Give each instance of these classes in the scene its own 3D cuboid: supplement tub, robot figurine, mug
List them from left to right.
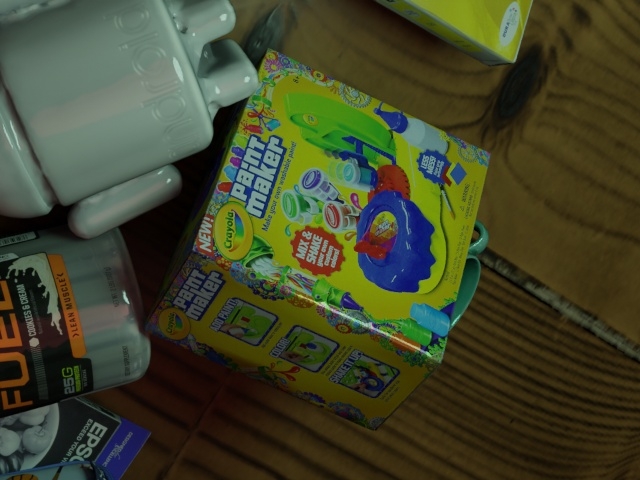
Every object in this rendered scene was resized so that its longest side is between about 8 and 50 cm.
[{"bbox_3d":[-0.356,0.096,1.655,0.316,0.193,0.193,-15,113,-16],"label":"supplement tub"},{"bbox_3d":[-0.246,-0.148,1.559,0.353,0.200,0.300,-23,114,-4],"label":"robot figurine"},{"bbox_3d":[0.125,0.045,1.871,0.158,0.097,0.129,-33,145,-39],"label":"mug"}]

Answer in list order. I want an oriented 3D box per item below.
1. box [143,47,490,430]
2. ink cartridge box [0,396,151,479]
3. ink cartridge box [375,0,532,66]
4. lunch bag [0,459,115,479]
[{"bbox_3d":[0.000,0.000,1.652,0.279,0.290,0.177,24,142,-10],"label":"box"},{"bbox_3d":[-0.331,0.271,1.809,0.208,0.045,0.206,32,94,-28],"label":"ink cartridge box"},{"bbox_3d":[0.130,-0.390,1.675,0.307,0.072,0.304,25,78,-36],"label":"ink cartridge box"},{"bbox_3d":[-0.336,0.348,1.671,0.303,0.243,0.115,-12,112,-14],"label":"lunch bag"}]
